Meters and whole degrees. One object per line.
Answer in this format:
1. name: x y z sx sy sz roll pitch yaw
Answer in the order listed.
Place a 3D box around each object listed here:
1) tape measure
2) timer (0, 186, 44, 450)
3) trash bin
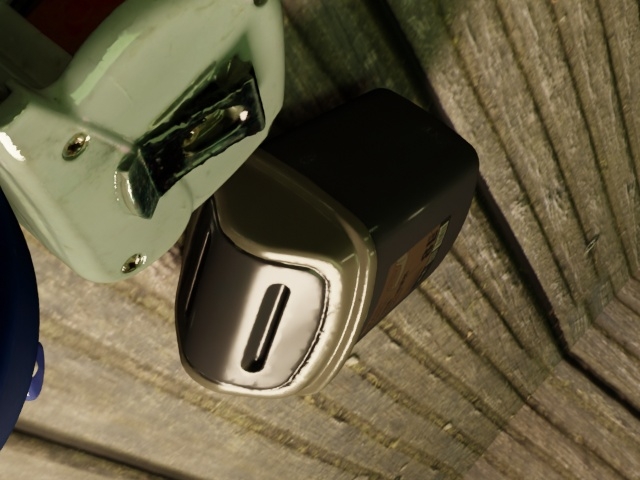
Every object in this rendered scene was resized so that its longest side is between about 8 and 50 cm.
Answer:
1. tape measure: -0.127 -0.094 0.899 0.246 0.125 0.243 -45 157 -12
2. timer: -0.259 0.058 0.781 0.270 0.270 0.383 -48 170 -6
3. trash bin: 0.000 0.000 1.219 0.290 0.182 0.209 -35 153 -45
